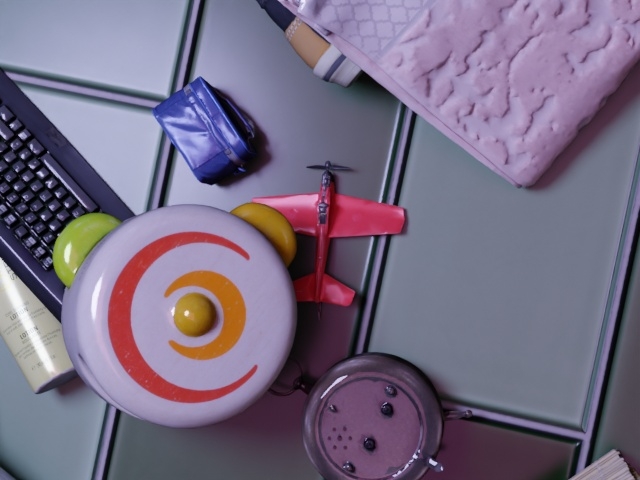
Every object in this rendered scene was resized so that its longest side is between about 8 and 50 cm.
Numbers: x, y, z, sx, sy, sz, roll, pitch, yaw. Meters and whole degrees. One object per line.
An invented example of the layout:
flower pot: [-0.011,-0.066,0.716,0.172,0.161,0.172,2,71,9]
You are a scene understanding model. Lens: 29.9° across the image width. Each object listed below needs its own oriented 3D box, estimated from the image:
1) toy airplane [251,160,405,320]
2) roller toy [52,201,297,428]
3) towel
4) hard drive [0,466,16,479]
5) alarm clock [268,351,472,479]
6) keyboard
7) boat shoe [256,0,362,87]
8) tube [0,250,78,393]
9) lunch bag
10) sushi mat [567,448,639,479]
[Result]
toy airplane: [0.000,0.000,1.121,0.151,0.028,0.151,0,89,9]
roller toy: [-0.121,0.065,1.049,0.209,0.146,0.191,-3,88,-20]
towel: [0.178,-0.237,0.982,0.317,0.053,0.332,31,107,-33]
hard drive: [-0.419,0.265,1.105,0.353,0.047,0.233,41,86,-2]
alarm clock: [0.030,0.160,1.101,0.192,0.064,0.129,27,93,10]
keyboard: [-0.321,-0.044,1.121,0.201,0.033,0.317,-41,83,-22]
boat shoe: [0.112,-0.370,1.036,0.156,0.187,0.500,38,99,0]
tube: [-0.303,0.030,1.146,0.070,0.062,0.240,-22,78,-38]
lunch bag: [-0.101,-0.101,1.115,0.065,0.067,0.098,-36,86,6]
sushi mat: [0.139,0.282,1.038,0.316,0.151,0.019,-33,89,6]
